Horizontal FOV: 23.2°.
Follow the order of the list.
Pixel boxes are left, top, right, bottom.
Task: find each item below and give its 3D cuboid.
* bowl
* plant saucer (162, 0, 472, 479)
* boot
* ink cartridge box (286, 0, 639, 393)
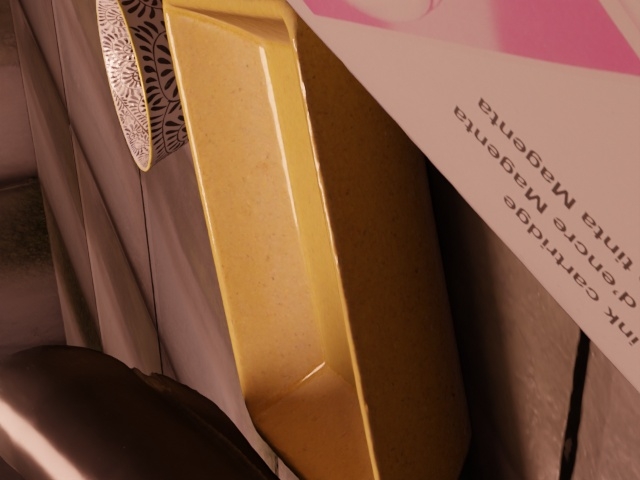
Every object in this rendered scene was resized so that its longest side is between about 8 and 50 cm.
[{"bbox_3d":[-0.132,-0.149,1.334,0.170,0.080,0.170,166,90,-75],"label":"bowl"},{"bbox_3d":[0.000,0.000,0.989,0.333,0.081,0.332,-149,46,-70],"label":"plant saucer"},{"bbox_3d":[-0.080,0.176,0.899,0.367,0.146,0.445,44,178,-44],"label":"boot"},{"bbox_3d":[0.071,-0.067,0.476,0.324,0.071,0.330,49,158,11],"label":"ink cartridge box"}]
